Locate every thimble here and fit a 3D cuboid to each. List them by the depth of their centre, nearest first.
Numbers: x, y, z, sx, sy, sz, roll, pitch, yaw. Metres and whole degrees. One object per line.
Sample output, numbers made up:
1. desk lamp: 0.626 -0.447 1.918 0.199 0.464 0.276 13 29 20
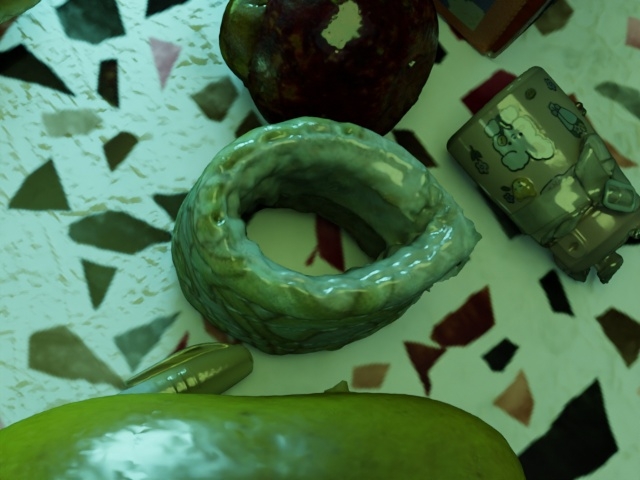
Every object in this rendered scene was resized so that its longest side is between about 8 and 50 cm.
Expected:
1. thimble: 0.000 0.000 1.256 0.190 0.143 0.137 4 72 -10

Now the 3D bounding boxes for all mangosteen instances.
1. mangosteen: -0.010 -0.138 1.311 0.181 0.156 0.146 10 97 21

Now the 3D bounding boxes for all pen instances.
1. pen: -0.150 0.120 1.248 0.233 0.032 0.040 -24 83 -17

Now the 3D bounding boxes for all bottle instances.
1. bottle: 0.169 -0.041 1.332 0.099 0.099 0.152 -39 86 -19

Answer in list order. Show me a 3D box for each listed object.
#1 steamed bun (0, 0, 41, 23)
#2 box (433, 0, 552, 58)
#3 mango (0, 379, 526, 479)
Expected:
1. steamed bun: -0.243 -0.212 1.280 0.155 0.172 0.141 -15 116 -40
2. box: 0.185 -0.364 1.314 0.257 0.318 0.348 44 69 4
3. mango: -0.066 0.219 1.145 0.445 0.220 0.301 -22 66 -27
